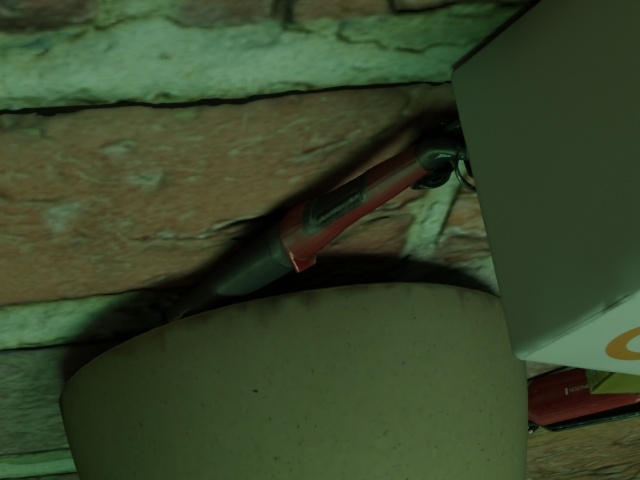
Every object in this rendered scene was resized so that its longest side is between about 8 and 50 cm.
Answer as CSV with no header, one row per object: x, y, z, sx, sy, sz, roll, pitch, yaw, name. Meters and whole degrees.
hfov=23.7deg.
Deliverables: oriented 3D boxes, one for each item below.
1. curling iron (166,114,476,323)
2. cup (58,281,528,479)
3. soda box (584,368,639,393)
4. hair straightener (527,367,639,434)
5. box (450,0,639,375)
0.000,0.000,0.904,0.068,0.035,0.274,17,143,-43,curling iron
0.001,0.199,1.045,0.331,0.237,0.331,-10,160,-4,cup
0.282,0.074,1.122,0.181,0.061,0.058,1,153,-20,soda box
0.174,0.152,1.255,0.230,0.047,0.089,-23,151,25,hair straightener
0.275,-0.037,0.781,0.345,0.168,0.215,10,148,-36,box
